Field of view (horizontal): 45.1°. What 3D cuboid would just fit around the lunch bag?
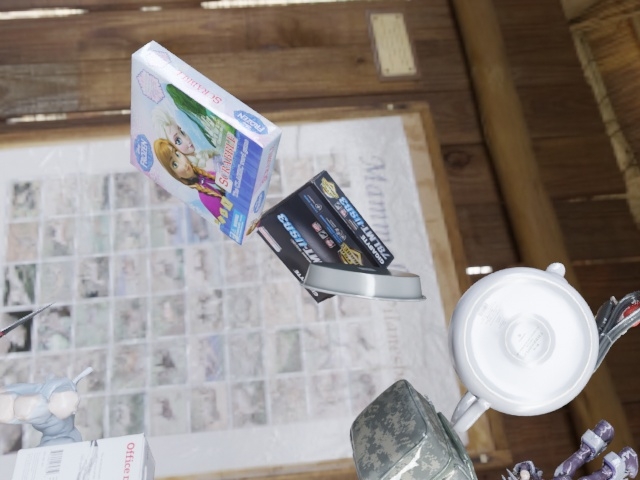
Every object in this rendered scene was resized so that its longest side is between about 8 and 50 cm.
[{"bbox_3d":[0.225,0.498,1.741,0.256,0.212,0.305,47,6,-15],"label":"lunch bag"}]

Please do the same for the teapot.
[{"bbox_3d":[0.322,0.173,1.280,0.187,0.256,0.253,79,1,-80],"label":"teapot"}]

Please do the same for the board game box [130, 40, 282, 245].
[{"bbox_3d":[-0.242,-0.184,1.537,0.066,0.318,0.319,-46,165,-35],"label":"board game box"}]

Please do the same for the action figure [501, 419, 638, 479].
[{"bbox_3d":[0.476,0.470,1.479,0.185,0.285,0.099,48,-25,39],"label":"action figure"}]

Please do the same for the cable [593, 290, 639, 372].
[{"bbox_3d":[0.549,0.187,1.446,0.139,0.287,0.072,-27,-77,44],"label":"cable"}]

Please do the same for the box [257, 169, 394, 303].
[{"bbox_3d":[0.000,0.000,2.013,0.295,0.073,0.293,51,-44,-8],"label":"box"}]

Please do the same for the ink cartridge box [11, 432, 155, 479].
[{"bbox_3d":[-0.555,0.596,1.800,0.223,0.307,0.129,-98,-179,-49],"label":"ink cartridge box"}]

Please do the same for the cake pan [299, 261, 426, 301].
[{"bbox_3d":[0.099,0.091,1.757,0.293,0.293,0.054,-153,-110,-84],"label":"cake pan"}]

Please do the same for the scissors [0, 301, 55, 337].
[{"bbox_3d":[-0.711,0.217,1.662,0.021,0.297,0.109,40,-46,27],"label":"scissors"}]

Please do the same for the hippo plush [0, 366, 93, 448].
[{"bbox_3d":[-0.728,0.493,2.028,0.294,0.234,0.237,-152,-122,-80],"label":"hippo plush"}]
